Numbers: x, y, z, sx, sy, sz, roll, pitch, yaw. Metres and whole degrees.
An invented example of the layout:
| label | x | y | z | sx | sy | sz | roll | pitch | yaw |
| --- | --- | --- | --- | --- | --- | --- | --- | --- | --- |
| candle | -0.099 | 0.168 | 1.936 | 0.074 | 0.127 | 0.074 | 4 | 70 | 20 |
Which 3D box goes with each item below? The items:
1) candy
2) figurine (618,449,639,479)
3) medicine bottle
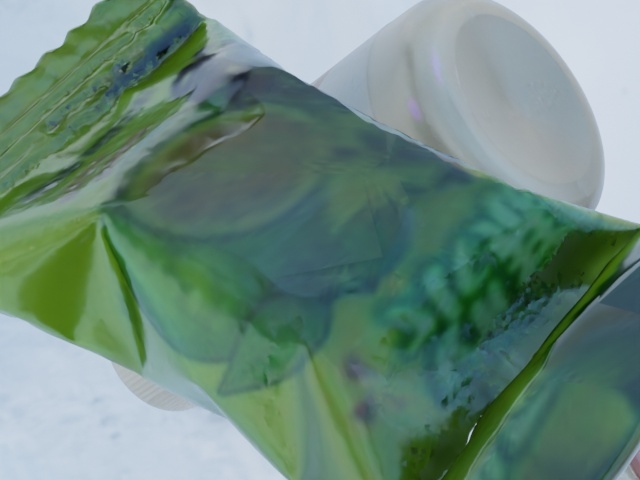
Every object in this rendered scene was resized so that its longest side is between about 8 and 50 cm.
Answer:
| label | x | y | z | sx | sy | sz | roll | pitch | yaw |
| --- | --- | --- | --- | --- | --- | --- | --- | --- | --- |
| candy | -0.009 | 0.004 | 0.476 | 0.246 | 0.069 | 0.149 | 28 | 57 | 23 |
| figurine | 0.127 | 0.077 | 0.652 | 0.146 | 0.098 | 0.081 | -40 | 86 | -18 |
| medicine bottle | 0.000 | 0.000 | 0.696 | 0.114 | 0.252 | 0.114 | 25 | 47 | -31 |
